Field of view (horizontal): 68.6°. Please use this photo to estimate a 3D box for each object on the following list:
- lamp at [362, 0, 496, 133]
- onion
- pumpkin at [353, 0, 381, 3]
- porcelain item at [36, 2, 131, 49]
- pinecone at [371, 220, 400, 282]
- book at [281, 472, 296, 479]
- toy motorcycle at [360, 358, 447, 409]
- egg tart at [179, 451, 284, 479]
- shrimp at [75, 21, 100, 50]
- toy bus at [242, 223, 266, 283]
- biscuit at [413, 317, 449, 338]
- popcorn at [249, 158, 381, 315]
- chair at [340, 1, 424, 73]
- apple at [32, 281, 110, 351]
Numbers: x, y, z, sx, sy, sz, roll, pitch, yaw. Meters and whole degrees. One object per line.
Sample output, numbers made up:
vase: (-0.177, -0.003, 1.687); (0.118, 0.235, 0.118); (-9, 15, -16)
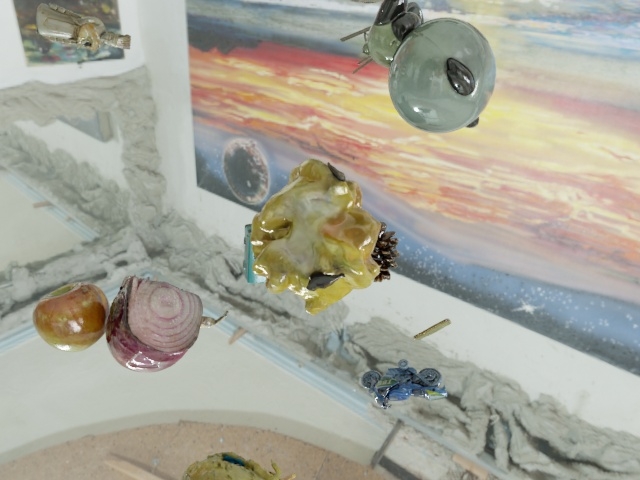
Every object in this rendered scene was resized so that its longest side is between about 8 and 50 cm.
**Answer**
lamp: (0.185, -0.297, 0.801); (0.198, 0.197, 0.243); (-18, -117, -34)
onion: (-0.460, 0.231, 1.266); (0.272, 0.230, 0.256); (45, -140, -16)
pumpkin: (0.169, -0.895, 1.465); (0.321, 0.192, 0.320); (-3, -107, 9)
porcelain item: (-0.579, -0.512, 1.154); (0.213, 0.084, 0.054); (15, -147, -4)
pinecone: (0.189, 0.034, 1.661); (0.186, 0.212, 0.168); (4, -172, -12)
book: (-0.157, 0.666, 1.248); (0.172, 0.118, 0.012); (-12, -118, -24)
toy motorcycle: (0.245, 0.438, 1.404); (0.255, 0.092, 0.135); (-7, -147, 13)
egg tart: (-0.146, 0.617, 0.974); (0.388, 0.387, 0.169); (28, -161, 33)
shrimp: (-0.547, -0.469, 1.106); (0.108, 0.059, 0.023); (-20, -161, 48)
toy bus: (-0.179, 0.038, 1.349); (0.079, 0.160, 0.092); (-2, -160, -18)
biscuit: (0.390, 0.312, 1.638); (0.144, 0.203, 0.016); (-31, -110, 7)
popcorn: (0.000, 0.000, 1.049); (0.297, 0.281, 0.315); (33, -100, 9)
chair: (0.173, -0.532, 1.249); (0.222, 0.104, 0.095); (-25, -123, 25)
apple: (-0.677, 0.213, 1.293); (0.196, 0.195, 0.196); (4, -150, -2)
